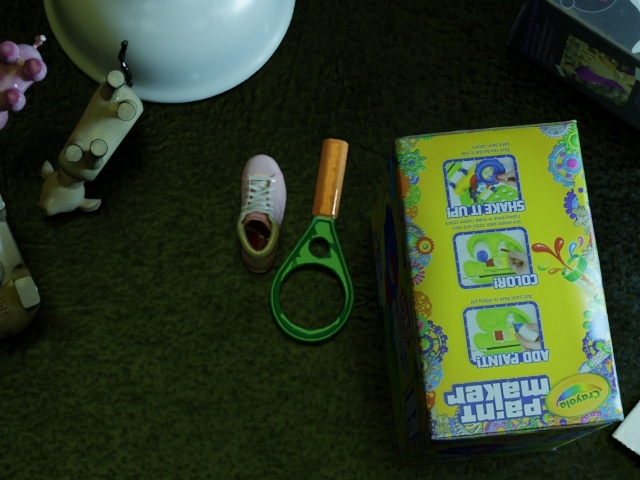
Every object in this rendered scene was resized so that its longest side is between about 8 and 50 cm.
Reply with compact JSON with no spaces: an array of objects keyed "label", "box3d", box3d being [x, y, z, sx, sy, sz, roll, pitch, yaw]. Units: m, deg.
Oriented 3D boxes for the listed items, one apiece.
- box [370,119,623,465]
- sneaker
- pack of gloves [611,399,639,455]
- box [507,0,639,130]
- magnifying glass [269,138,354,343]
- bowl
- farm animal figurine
[{"label":"box","box3d":[0.160,0.066,1.286,0.177,0.290,0.279,-6,75,-4]},{"label":"sneaker","box3d":[-0.064,-0.037,1.416,0.051,0.070,0.134,2,75,0]},{"label":"pack of gloves","box3d":[0.458,0.182,1.408,0.195,0.046,0.232,34,74,18]},{"label":"box","box3d":[0.371,-0.232,1.445,0.270,0.143,0.165,35,75,6]},{"label":"magnifying glass","box3d":[0.000,0.000,1.435,0.092,0.026,0.231,9,78,0]},{"label":"bowl","box3d":[-0.173,-0.314,1.449,0.297,0.134,0.298,0,76,-2]},{"label":"farm animal figurine","box3d":[-0.348,-0.041,1.366,0.330,0.172,0.327,-3,88,-11]}]
